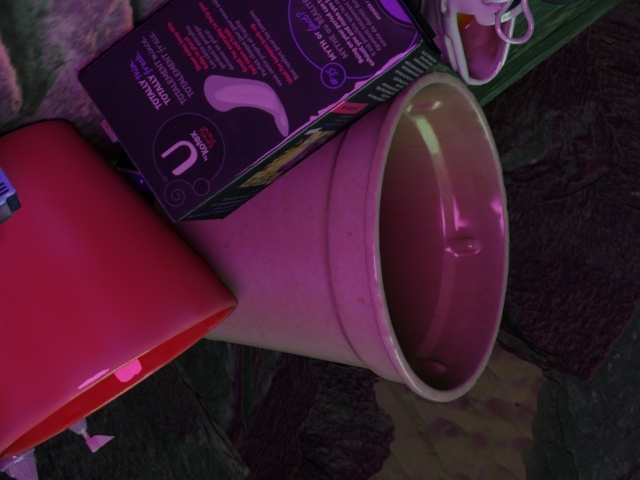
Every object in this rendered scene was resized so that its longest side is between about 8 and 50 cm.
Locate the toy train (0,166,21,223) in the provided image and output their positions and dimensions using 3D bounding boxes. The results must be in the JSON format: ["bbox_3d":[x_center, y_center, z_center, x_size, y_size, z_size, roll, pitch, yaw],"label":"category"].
[{"bbox_3d":[-0.322,-0.026,0.927,0.184,0.105,0.080,-33,175,-14],"label":"toy train"}]

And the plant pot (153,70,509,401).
[{"bbox_3d":[0.000,0.000,1.307,0.305,0.334,0.334,-2,-167,30],"label":"plant pot"}]

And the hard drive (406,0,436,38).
[{"bbox_3d":[0.037,-0.224,1.185,0.094,0.135,0.022,-36,175,29],"label":"hard drive"}]

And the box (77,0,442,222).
[{"bbox_3d":[-0.049,-0.156,1.098,0.270,0.165,0.143,-35,175,11],"label":"box"}]

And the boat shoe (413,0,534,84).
[{"bbox_3d":[0.161,-0.259,1.160,0.136,0.156,0.367,-30,159,-15],"label":"boat shoe"}]

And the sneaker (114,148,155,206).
[{"bbox_3d":[-0.147,-0.062,1.453,0.293,0.102,0.146,22,81,-66],"label":"sneaker"}]

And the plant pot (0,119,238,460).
[{"bbox_3d":[-0.256,0.037,1.168,0.275,0.243,0.275,-33,176,-3],"label":"plant pot"}]

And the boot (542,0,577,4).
[{"bbox_3d":[0.338,-0.403,1.443,0.367,0.146,0.445,-35,179,-16],"label":"boot"}]

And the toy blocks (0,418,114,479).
[{"bbox_3d":[-0.447,0.215,1.557,0.288,0.260,0.309,-31,174,-29],"label":"toy blocks"}]

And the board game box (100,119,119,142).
[{"bbox_3d":[-0.148,-0.154,1.288,0.103,0.026,0.154,-38,174,33],"label":"board game box"}]
